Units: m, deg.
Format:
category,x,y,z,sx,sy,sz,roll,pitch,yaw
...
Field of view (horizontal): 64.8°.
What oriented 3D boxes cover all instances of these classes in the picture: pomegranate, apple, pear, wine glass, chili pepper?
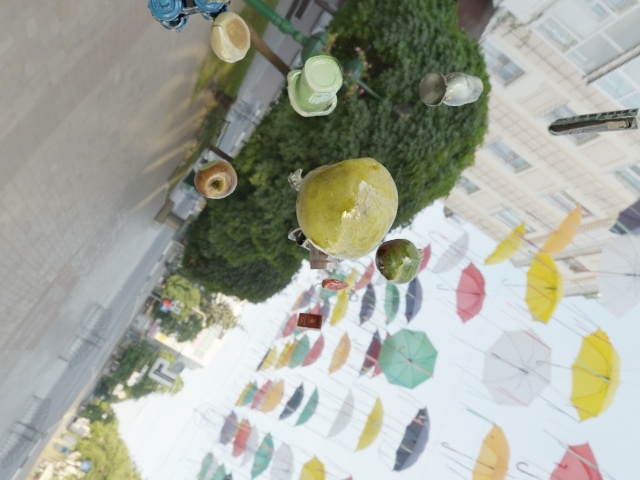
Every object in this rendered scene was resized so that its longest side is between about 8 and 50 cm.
category,x,y,z,sx,sy,sz,roll,pitch,yaw
pomegranate,0.309,0.070,1.891,0.210,0.179,0.180,-13,168,-30
apple,-0.416,-0.244,2.023,0.163,0.146,0.147,-25,-149,-1
pear,0.074,-0.092,1.492,0.304,0.304,0.304,-53,-168,16
wine glass,0.395,-0.451,1.500,0.222,0.103,0.103,-16,160,-41
chili pepper,0.060,0.211,2.422,0.050,0.191,0.059,59,-45,49

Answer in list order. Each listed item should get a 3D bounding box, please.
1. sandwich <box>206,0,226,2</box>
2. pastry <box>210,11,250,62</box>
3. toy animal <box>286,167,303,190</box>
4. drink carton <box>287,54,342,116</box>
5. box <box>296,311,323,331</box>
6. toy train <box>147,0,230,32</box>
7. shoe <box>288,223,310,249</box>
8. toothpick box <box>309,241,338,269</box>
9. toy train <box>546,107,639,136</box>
category,x,y,z,sx,sy,sz,roll,pitch,yaw
sandwich,-0.200,-0.661,1.182,0.094,0.096,0.257,12,-93,36
pastry,-0.305,-0.677,1.681,0.092,0.156,0.156,-2,-134,31
toy animal,-0.056,-0.200,2.105,0.216,0.176,0.073,99,-7,-52
drink carton,-0.008,-0.451,1.457,0.142,0.146,0.144,165,-85,-74
box,-0.034,0.267,1.658,0.023,0.082,0.051,88,9,-60
toy train,-0.428,-0.833,1.611,0.300,0.265,0.188,-14,-168,-2
shoe,0.000,0.000,1.923,0.108,0.241,0.093,123,-32,-54
toothpick box,0.009,0.024,1.702,0.098,0.099,0.148,168,-80,-74
toy train,0.671,-0.289,1.248,0.208,0.043,0.047,3,-129,44
